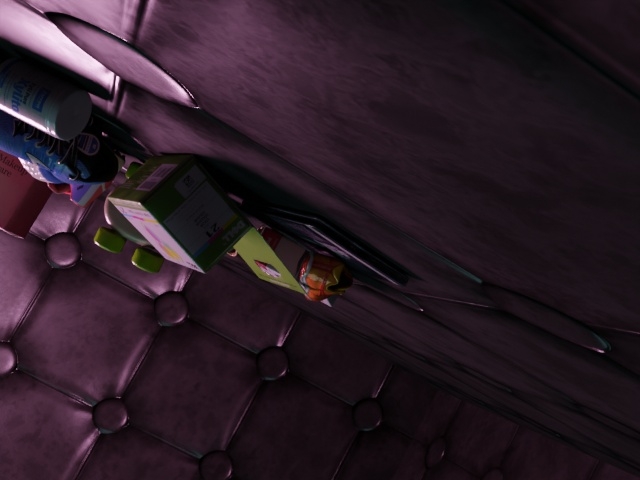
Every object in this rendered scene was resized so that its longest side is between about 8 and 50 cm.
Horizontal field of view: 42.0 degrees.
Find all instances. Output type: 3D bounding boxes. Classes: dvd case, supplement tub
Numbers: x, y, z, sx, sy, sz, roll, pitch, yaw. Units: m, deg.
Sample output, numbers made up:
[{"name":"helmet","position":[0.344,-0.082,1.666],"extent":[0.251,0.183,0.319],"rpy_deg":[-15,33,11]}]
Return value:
[{"name":"dvd case","position":[0.000,0.000,1.134],"extent":[0.164,0.018,0.221],"rpy_deg":[33,172,-30]},{"name":"supplement tub","position":[-0.345,-0.175,1.027],"extent":[0.107,0.071,0.071],"rpy_deg":[26,172,16]}]

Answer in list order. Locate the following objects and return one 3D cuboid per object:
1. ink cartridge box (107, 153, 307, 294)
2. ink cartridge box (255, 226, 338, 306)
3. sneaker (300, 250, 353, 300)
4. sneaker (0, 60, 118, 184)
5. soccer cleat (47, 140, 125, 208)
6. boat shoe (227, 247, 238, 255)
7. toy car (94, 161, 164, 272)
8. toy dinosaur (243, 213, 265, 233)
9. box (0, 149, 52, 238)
[{"name":"ink cartridge box","position":[-0.159,0.004,1.171],"extent":[0.255,0.097,0.189],"rpy_deg":[51,163,-21]},{"name":"ink cartridge box","position":[-0.033,0.046,1.388],"extent":[0.150,0.063,0.109],"rpy_deg":[28,172,9]},{"name":"sneaker","position":[0.013,0.061,1.190],"extent":[0.067,0.064,0.175],"rpy_deg":[19,174,9]},{"name":"sneaker","position":[-0.392,-0.163,1.194],"extent":[0.147,0.130,0.330],"rpy_deg":[11,171,17]},{"name":"soccer cleat","position":[-0.468,-0.146,1.490],"extent":[0.318,0.116,0.108],"rpy_deg":[22,168,45]},{"name":"boat shoe","position":[-0.176,-0.006,1.581],"extent":[0.063,0.059,0.170],"rpy_deg":[27,172,16]},{"name":"toy car","position":[-0.287,-0.040,1.488],"extent":[0.149,0.155,0.188],"rpy_deg":[28,-175,9]},{"name":"toy dinosaur","position":[-0.150,-0.037,1.344],"extent":[0.112,0.064,0.211],"rpy_deg":[43,165,11]},{"name":"box","position":[-0.691,-0.143,1.882],"extent":[0.148,0.232,0.127],"rpy_deg":[28,172,5]}]
